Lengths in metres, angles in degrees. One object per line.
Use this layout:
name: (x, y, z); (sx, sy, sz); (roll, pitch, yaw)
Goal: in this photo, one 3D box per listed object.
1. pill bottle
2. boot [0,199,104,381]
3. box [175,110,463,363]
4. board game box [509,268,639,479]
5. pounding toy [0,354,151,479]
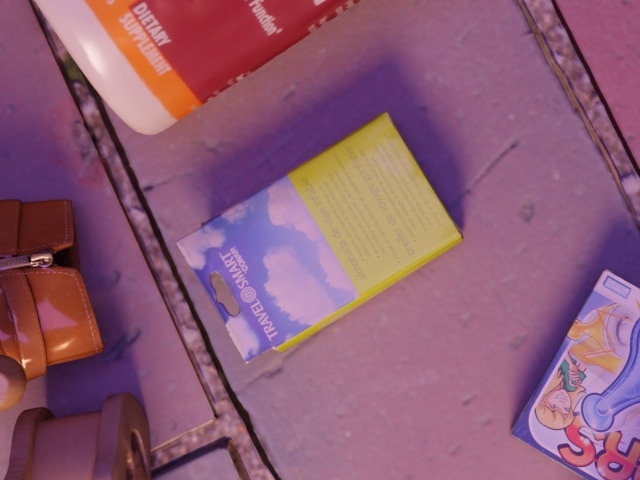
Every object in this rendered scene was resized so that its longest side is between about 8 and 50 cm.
pill bottle: (-0.020, -0.265, 1.281); (0.392, 0.224, 0.224); (-34, 80, 2)
boot: (-0.288, -0.007, 1.343); (0.220, 0.109, 0.283); (-16, 61, -8)
box: (0.000, 0.000, 1.337); (0.178, 0.042, 0.109); (-31, 80, 2)
board game box: (0.251, 0.128, 1.296); (0.201, 0.035, 0.136); (29, 87, 9)
pounding toy: (-0.194, 0.197, 1.292); (0.155, 0.154, 0.269); (-10, 101, 5)
